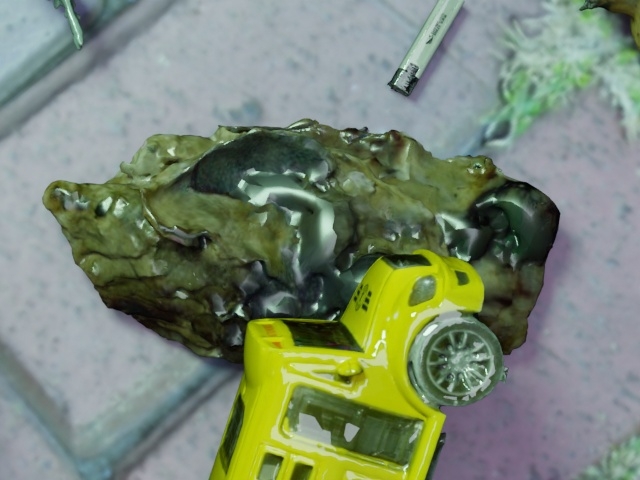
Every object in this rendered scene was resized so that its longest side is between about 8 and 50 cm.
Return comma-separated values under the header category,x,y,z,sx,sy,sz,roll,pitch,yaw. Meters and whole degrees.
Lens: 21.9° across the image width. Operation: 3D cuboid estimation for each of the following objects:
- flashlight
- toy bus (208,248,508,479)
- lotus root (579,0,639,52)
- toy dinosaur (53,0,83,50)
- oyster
category,x,y,z,sx,sy,sz,roll,pitch,yaw
flashlight,0.078,-0.146,1.230,0.018,0.018,0.083,31,85,-6
toy bus,0.001,0.157,1.079,0.152,0.144,0.330,17,95,-9
lotus root,0.318,-0.176,1.196,0.257,0.140,0.154,9,94,-11
toy dinosaur,-0.215,-0.227,1.174,0.039,0.082,0.209,-26,89,-10
oyster,-0.009,-0.007,1.184,0.361,0.096,0.221,25,79,-7
